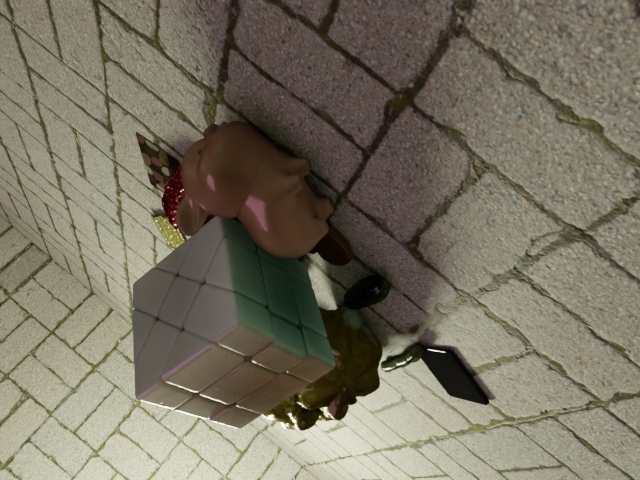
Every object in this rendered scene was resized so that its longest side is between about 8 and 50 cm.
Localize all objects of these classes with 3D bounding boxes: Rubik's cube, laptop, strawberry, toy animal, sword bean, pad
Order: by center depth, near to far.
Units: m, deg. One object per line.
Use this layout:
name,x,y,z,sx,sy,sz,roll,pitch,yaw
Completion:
toy animal,-0.134,-0.099,1.210,0.269,0.237,0.326,-16,120,23
Rubik's cube,-0.205,0.192,1.335,0.315,0.318,0.322,34,-153,-43
laptop,0.325,0.333,1.467,0.135,0.016,0.197,-3,129,55
sword bean,0.212,0.316,1.542,0.043,0.038,0.269,33,157,1
strawberry,-0.359,-0.096,1.583,0.188,0.106,0.286,32,151,7
pad,-0.445,-0.191,1.663,0.158,0.003,0.235,33,152,14

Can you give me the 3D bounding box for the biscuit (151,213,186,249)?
biscuit,-0.500,-0.024,1.963,0.144,0.016,0.203,25,150,27

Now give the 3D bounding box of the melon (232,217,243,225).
melon,-0.246,0.037,1.558,0.182,0.182,0.287,42,150,-4

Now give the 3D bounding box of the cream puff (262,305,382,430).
cream puff,0.005,0.354,1.528,0.275,0.378,0.378,44,163,47

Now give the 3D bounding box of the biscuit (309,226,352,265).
biscuit,0.000,0.000,1.365,0.175,0.026,0.124,22,146,30

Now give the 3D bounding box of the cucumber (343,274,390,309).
cucumber,0.102,0.127,1.388,0.069,0.069,0.227,42,156,-3
